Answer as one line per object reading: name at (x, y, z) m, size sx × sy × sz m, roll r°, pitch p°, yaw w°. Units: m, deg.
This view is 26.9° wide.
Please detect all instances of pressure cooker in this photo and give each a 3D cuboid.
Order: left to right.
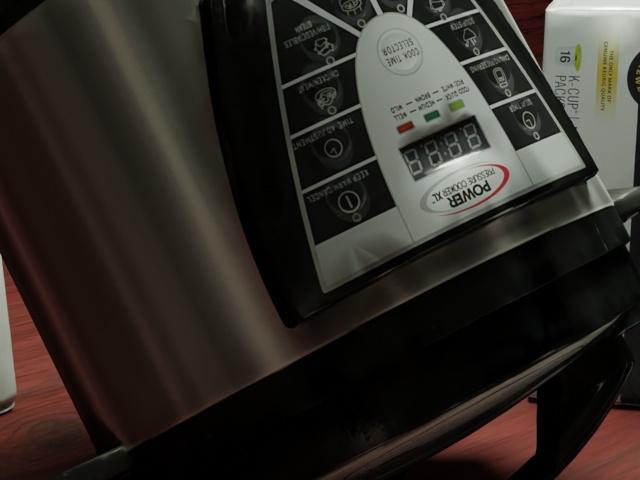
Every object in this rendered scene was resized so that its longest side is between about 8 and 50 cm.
pressure cooker at (0.000, 0.001, 0.860) m, size 0.370 × 0.420 × 0.375 m, roll -29°, pitch -7°, yaw 22°

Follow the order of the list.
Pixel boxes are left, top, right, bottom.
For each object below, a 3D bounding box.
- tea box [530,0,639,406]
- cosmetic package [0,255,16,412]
tea box at (0.350, -0.041, 1.139) m, size 0.323 × 0.329 × 0.220 m, roll 4°, pitch 15°, yaw 13°
cosmetic package at (-0.382, -0.043, 1.056) m, size 0.217 × 0.385 × 0.156 m, roll 10°, pitch 18°, yaw 32°
